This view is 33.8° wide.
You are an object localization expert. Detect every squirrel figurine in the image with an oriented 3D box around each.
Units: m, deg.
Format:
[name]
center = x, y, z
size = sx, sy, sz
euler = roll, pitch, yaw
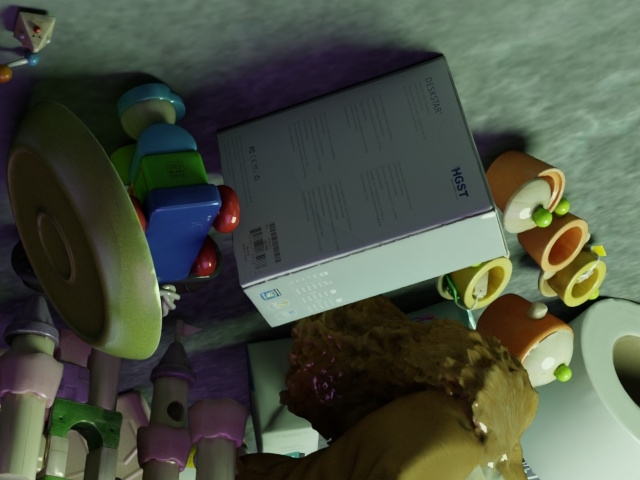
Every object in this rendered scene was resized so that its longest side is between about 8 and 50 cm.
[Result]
[squirrel figurine]
center = 0.041, 0.257, 1.170
size = 0.281, 0.397, 0.370
euler = 30, 154, -35

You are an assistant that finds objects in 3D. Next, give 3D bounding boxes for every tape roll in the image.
[tape roll]
center = 0.397, 0.225, 1.447
size = 0.246, 0.246, 0.169
euler = 10, 141, -31

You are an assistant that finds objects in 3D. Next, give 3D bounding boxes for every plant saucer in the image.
[plant saucer]
center = -0.215, 0.000, 0.911
size = 0.037, 0.241, 0.241
euler = -25, 156, -30

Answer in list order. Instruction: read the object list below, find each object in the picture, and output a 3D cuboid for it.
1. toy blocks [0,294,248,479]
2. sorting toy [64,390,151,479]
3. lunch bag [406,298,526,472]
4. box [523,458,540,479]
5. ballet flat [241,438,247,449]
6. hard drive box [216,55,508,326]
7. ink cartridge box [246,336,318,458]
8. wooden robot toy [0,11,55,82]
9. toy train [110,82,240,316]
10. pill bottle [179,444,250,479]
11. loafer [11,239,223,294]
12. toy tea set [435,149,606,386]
[toy blocks]
center = -0.272, 0.187, 1.172
size = 0.288, 0.260, 0.309
euler = 20, 145, -32
[sorting toy]
center = -0.299, 0.317, 1.456
size = 0.208, 0.193, 0.038
euler = -18, -169, 13
[lunch bag]
center = 0.131, 0.236, 1.375
size = 0.223, 0.160, 0.262
euler = -17, 114, 11
[box]
center = 0.314, 0.333, 1.678
size = 0.163, 0.142, 0.247
euler = -12, 147, 0
[ballet flat]
center = -0.190, 0.340, 1.628
size = 0.173, 0.049, 0.057
euler = -26, 114, 13
[hard drive box]
center = 0.035, -0.045, 0.976
size = 0.232, 0.181, 0.089
euler = -17, 147, 9
[ink cartridge box]
center = -0.052, 0.244, 1.430
size = 0.078, 0.134, 0.231
euler = -8, 148, -7
[wooden robot toy]
center = -0.291, -0.132, 0.829
size = 0.173, 0.079, 0.076
euler = -11, 147, -3
[toy train]
center = -0.164, -0.025, 0.989
size = 0.105, 0.143, 0.248
euler = -7, 155, -24
[pill bottle]
center = -0.164, 0.356, 1.542
size = 0.208, 0.118, 0.118
euler = 6, 145, -5
[loafer]
center = -0.214, 0.037, 1.109
size = 0.220, 0.080, 0.078
euler = 4, 144, -24
[toy tea set]
center = 0.248, 0.047, 1.184
size = 0.200, 0.124, 0.336
euler = -45, 142, -2
